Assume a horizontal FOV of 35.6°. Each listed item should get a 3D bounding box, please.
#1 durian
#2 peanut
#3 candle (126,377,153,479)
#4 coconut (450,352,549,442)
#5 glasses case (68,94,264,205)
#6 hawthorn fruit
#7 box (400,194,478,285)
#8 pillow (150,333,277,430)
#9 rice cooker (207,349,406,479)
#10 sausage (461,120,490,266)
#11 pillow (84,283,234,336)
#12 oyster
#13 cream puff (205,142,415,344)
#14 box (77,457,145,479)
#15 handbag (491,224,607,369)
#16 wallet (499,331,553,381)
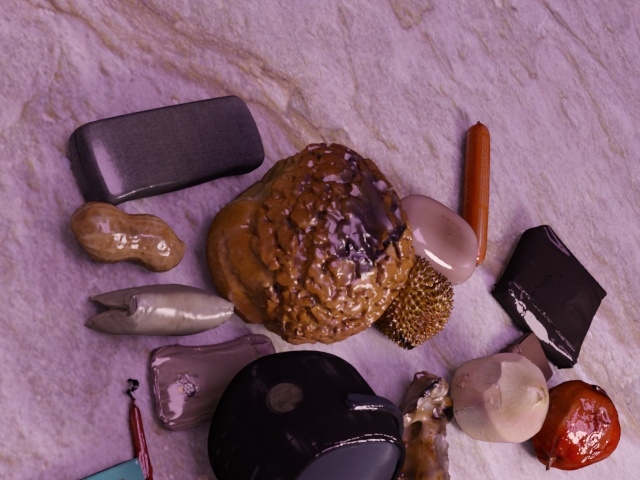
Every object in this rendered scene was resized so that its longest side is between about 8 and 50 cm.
[{"bbox_3d":[0.166,0.109,1.750,0.158,0.137,0.168,16,94,-42],"label":"durian"},{"bbox_3d":[-0.279,0.000,1.456,0.193,0.089,0.089,18,63,-36],"label":"peanut"},{"bbox_3d":[-0.257,0.277,1.410,0.026,0.021,0.167,-1,75,-41],"label":"candle"},{"bbox_3d":[0.326,0.280,1.786,0.171,0.183,0.171,9,72,-32],"label":"coconut"},{"bbox_3d":[-0.232,-0.143,1.557,0.323,0.074,0.131,-19,85,-43],"label":"glasses case"},{"bbox_3d":[0.487,0.354,1.913,0.179,0.173,0.173,-2,75,-41],"label":"hawthorn fruit"},{"bbox_3d":[0.210,0.000,1.863,0.200,0.088,0.146,31,54,-26],"label":"box"},{"bbox_3d":[-0.152,0.211,1.512,0.233,0.038,0.130,-2,74,-38],"label":"pillow"},{"bbox_3d":[-0.022,0.292,1.435,0.267,0.267,0.224,5,28,-39],"label":"rice cooker"},{"bbox_3d":[0.313,-0.093,2.009,0.053,0.053,0.348,24,59,-31],"label":"sausage"},{"bbox_3d":[-0.231,0.099,1.432,0.181,0.134,0.078,4,83,-39],"label":"pillow"},{"bbox_3d":[0.138,0.336,1.645,0.198,0.133,0.337,46,48,-14],"label":"oyster"},{"bbox_3d":[0.000,0.000,1.594,0.343,0.231,0.327,5,74,-39],"label":"cream puff"},{"bbox_3d":[-0.316,0.398,1.300,0.229,0.041,0.162,-15,83,-43],"label":"box"},{"bbox_3d":[0.478,0.112,2.050,0.247,0.080,0.223,46,50,-16],"label":"handbag"},{"bbox_3d":[0.389,0.255,1.945,0.153,0.039,0.118,-31,105,-38],"label":"wallet"}]
